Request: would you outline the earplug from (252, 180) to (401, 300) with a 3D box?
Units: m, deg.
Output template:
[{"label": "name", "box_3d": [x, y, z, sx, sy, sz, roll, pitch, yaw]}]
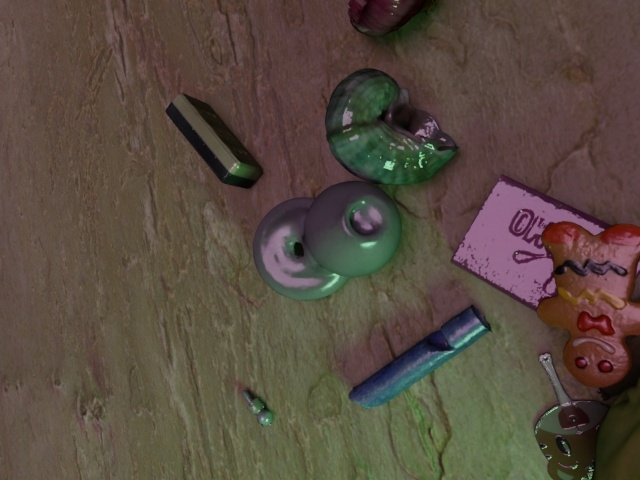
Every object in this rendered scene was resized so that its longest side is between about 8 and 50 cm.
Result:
[{"label": "earplug", "box_3d": [0.007, -0.002, 0.909, 0.326, 0.175, 0.213, -23, 85, 34]}]

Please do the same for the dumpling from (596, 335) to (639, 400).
[{"label": "dumpling", "box_3d": [0.557, 0.122, 0.707, 0.332, 0.086, 0.166, -31, 109, 21]}]

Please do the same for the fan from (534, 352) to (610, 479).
[{"label": "fan", "box_3d": [0.431, 0.303, 0.804, 0.153, 0.008, 0.226, -27, 80, 23]}]

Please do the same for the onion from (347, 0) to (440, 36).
[{"label": "onion", "box_3d": [0.149, -0.472, 0.853, 0.164, 0.230, 0.229, 28, 103, -15]}]

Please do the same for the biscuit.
[{"label": "biscuit", "box_3d": [0.409, 0.096, 0.696, 0.166, 0.036, 0.249, 2, 92, 38]}]

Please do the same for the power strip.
[{"label": "power strip", "box_3d": [-0.244, -0.230, 1.061, 0.070, 0.105, 0.256, -46, 72, 15]}]

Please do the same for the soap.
[{"label": "soap", "box_3d": [0.376, 0.022, 0.791, 0.260, 0.081, 0.181, 33, 103, 21]}]

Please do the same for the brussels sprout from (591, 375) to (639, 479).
[{"label": "brussels sprout", "box_3d": [0.547, 0.368, 0.570, 0.425, 0.343, 0.360, 41, 118, 20]}]

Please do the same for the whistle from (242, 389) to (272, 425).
[{"label": "whistle", "box_3d": [-0.142, 0.376, 1.050, 0.100, 0.035, 0.035, 44, 107, 20]}]

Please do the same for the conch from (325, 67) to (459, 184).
[{"label": "conch", "box_3d": [0.107, -0.215, 0.873, 0.277, 0.221, 0.195, 42, 145, 42]}]

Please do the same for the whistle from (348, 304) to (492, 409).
[{"label": "whistle", "box_3d": [0.183, 0.233, 0.889, 0.304, 0.062, 0.062, -41, 74, 19]}]
